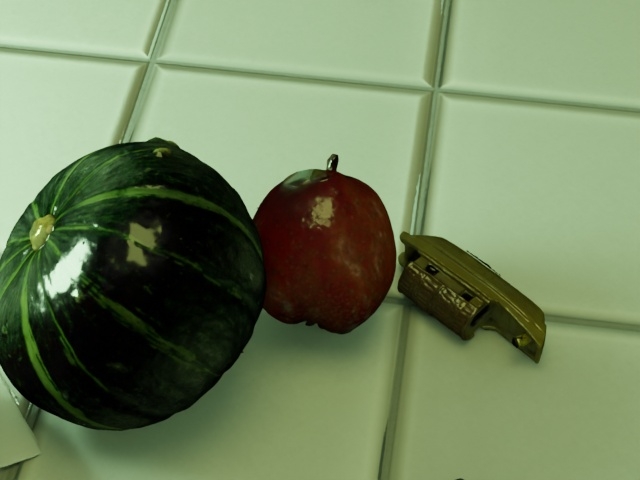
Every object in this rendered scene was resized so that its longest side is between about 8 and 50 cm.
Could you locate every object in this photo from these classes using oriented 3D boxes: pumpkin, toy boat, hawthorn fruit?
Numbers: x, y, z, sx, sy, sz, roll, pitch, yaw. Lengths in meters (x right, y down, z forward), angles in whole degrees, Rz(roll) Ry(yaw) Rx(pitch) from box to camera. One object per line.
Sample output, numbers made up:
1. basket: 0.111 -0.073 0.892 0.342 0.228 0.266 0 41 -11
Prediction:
1. pumpkin: -0.213 0.045 1.660 0.323 0.241 0.323 -25 48 31
2. toy boat: 0.172 0.071 1.801 0.088 0.068 0.226 -38 60 -26
3. hawthorn fruit: 0.000 0.000 1.759 0.185 0.202 0.185 5 10 -1

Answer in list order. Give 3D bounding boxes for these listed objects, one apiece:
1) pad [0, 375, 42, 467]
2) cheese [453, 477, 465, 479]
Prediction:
1. pad: -0.436 0.212 1.663 0.232 0.004 0.156 -15 47 -27
2. cheese: 0.116 0.329 1.546 0.156 0.064 0.250 26 41 21
